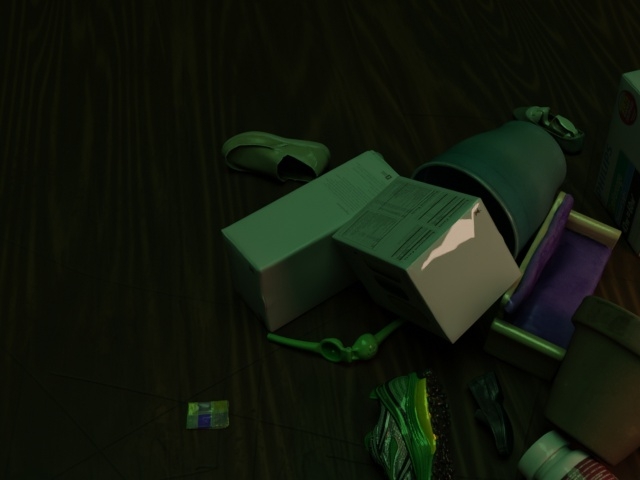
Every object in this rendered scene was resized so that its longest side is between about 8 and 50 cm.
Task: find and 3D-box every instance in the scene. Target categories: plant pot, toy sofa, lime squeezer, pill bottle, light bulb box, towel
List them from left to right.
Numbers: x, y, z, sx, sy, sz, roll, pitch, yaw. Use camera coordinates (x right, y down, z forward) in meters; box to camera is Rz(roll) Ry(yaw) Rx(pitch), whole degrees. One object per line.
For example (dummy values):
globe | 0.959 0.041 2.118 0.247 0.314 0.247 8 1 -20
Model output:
towel | -0.218 0.339 1.608 0.083 0.009 0.060 -3 50 1
lime squeezer | 0.048 0.200 1.680 0.311 0.058 0.109 -9 50 -3
plant pot | 0.369 -0.113 1.721 0.272 0.271 0.255 35 59 29
toy sofa | 0.477 0.085 1.664 0.150 0.177 0.362 26 55 16
pill bottle | 0.451 0.436 1.405 0.121 0.121 0.221 -30 54 -20
plant pot | 0.516 0.261 1.449 0.263 0.263 0.229 36 87 29
light bulb box | 0.828 -0.191 1.766 0.361 0.357 0.225 -13 48 -6

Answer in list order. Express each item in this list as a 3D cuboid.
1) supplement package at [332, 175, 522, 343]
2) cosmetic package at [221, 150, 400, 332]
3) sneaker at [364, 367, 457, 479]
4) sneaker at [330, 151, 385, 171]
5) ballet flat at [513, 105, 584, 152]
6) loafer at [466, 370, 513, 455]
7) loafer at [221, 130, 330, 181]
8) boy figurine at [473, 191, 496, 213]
supplement package | 0.200 0.029 1.589 0.198 0.199 0.263 -42 29 -14
cosmetic package | 0.000 0.000 1.753 0.385 0.217 0.156 -27 52 -21
sneaker | 0.159 0.404 1.472 0.146 0.134 0.343 -17 49 22
sneaker | 0.072 -0.137 1.925 0.099 0.121 0.262 26 56 23
ballet flat | 0.574 -0.297 2.064 0.072 0.068 0.213 -32 54 -22
loafer | 0.321 0.330 1.556 0.061 0.062 0.170 -20 44 16
loafer | -0.112 -0.198 2.003 0.269 0.101 0.092 3 44 5
boy figurine | 0.345 -0.108 1.901 0.285 0.092 0.177 -18 54 -12
